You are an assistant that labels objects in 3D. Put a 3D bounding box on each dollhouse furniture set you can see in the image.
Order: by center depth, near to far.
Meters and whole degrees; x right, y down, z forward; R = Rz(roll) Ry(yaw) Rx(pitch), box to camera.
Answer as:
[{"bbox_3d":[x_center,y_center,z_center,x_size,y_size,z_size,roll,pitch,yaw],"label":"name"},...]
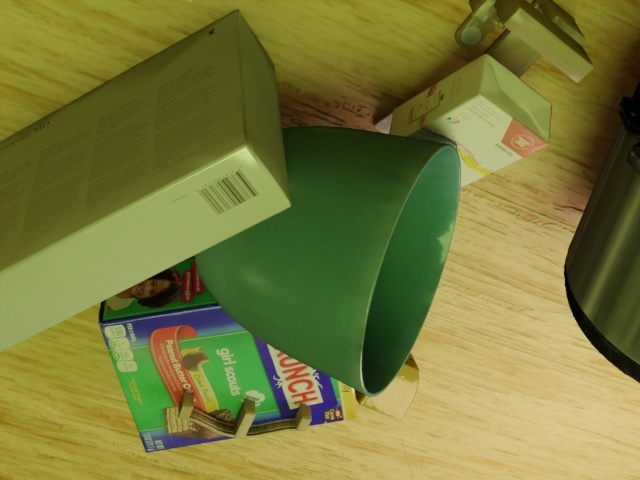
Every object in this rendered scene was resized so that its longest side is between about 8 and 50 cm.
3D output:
[{"bbox_3d":[0.212,-0.209,1.110,0.144,0.151,0.123,30,120,-25],"label":"dollhouse furniture set"}]

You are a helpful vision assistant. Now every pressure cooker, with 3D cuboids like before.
[{"bbox_3d":[0.503,-0.050,1.140,0.375,0.370,0.420,19,127,8],"label":"pressure cooker"}]

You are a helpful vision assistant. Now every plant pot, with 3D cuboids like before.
[{"bbox_3d":[0.000,0.000,1.135,0.235,0.293,0.293,19,132,18],"label":"plant pot"},{"bbox_3d":[0.101,0.203,1.483,0.081,0.081,0.083,24,112,-24],"label":"plant pot"}]

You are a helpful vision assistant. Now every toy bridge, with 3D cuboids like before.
[{"bbox_3d":[-0.104,0.247,1.368,0.188,0.026,0.063,10,132,-17],"label":"toy bridge"}]

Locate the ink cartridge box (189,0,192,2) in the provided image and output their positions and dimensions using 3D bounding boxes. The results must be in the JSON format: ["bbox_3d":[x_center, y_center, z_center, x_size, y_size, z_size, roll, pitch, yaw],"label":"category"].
[{"bbox_3d":[-0.113,-0.353,0.985,0.046,0.097,0.207,16,125,-20],"label":"ink cartridge box"}]

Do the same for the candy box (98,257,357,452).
[{"bbox_3d":[-0.117,0.149,1.381,0.317,0.122,0.268,-10,129,-1],"label":"candy box"}]

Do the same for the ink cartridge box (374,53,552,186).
[{"bbox_3d":[0.161,-0.127,1.179,0.115,0.067,0.198,30,146,-26],"label":"ink cartridge box"}]

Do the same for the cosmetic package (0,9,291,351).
[{"bbox_3d":[-0.223,-0.069,1.083,0.377,0.284,0.097,-26,129,14],"label":"cosmetic package"}]
